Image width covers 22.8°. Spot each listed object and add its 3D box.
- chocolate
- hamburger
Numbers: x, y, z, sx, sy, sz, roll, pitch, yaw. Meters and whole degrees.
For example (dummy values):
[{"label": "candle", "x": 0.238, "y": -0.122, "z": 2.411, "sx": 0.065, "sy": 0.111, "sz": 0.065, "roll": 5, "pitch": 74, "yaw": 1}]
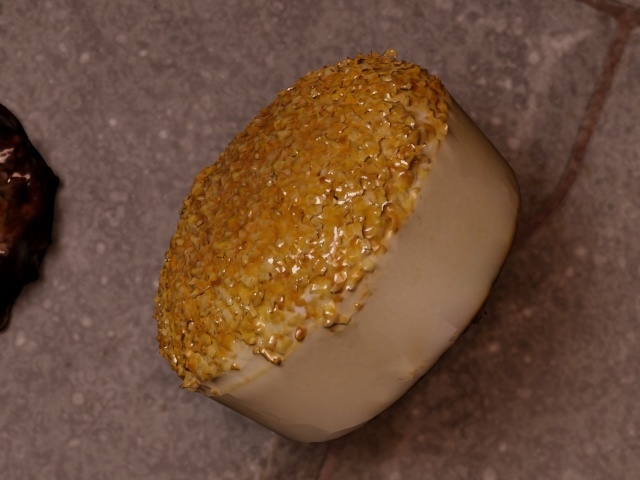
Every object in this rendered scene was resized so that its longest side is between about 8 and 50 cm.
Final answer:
[{"label": "chocolate", "x": -0.311, "y": -0.033, "z": 1.167, "sx": 0.206, "sy": 0.177, "sz": 0.224, "roll": -31, "pitch": 82, "yaw": -3}, {"label": "hamburger", "x": 0.000, "y": 0.000, "z": 1.101, "sx": 0.179, "sy": 0.294, "sz": 0.276, "roll": 38, "pitch": 85, "yaw": -14}]
